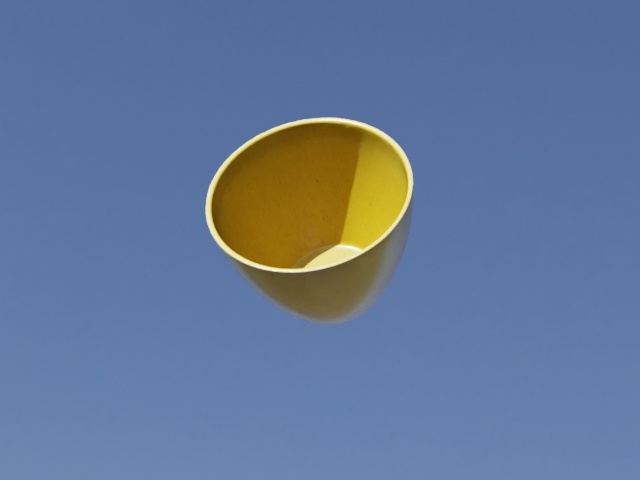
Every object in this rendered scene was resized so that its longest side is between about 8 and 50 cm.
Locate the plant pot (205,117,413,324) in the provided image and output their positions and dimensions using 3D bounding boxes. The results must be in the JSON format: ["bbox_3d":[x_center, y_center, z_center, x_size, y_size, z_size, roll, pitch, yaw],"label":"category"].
[{"bbox_3d":[0.000,0.000,1.061,0.134,0.134,0.095,1,-41,13],"label":"plant pot"}]
